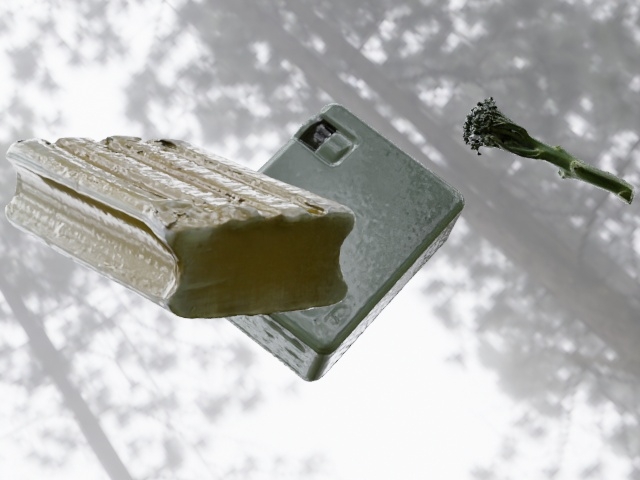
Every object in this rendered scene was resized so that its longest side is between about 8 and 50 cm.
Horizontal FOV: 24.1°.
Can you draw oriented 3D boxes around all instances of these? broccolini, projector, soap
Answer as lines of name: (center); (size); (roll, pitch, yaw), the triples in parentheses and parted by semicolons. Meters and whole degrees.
broccolini: (0.265, -0.099, 1.745); (0.067, 0.216, 0.058); (-59, -18, -10)
projector: (0.000, 0.000, 1.550); (0.256, 0.192, 0.099); (-46, -11, -31)
soap: (-0.118, -0.018, 1.201); (0.173, 0.274, 0.089); (-3, -74, -37)
